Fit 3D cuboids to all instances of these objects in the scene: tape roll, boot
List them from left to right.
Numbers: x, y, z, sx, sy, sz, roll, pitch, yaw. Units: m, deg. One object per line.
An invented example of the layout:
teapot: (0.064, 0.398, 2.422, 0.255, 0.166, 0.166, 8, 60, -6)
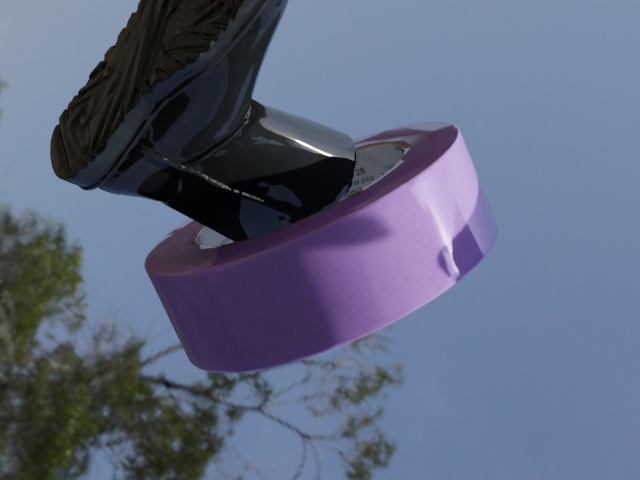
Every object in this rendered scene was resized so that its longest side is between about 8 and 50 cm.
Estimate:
boot: (-0.047, -0.100, 0.867, 0.246, 0.207, 0.094, -45, -132, 28)
tape roll: (0.000, 0.000, 0.972, 0.274, 0.090, 0.275, -23, -165, 6)
